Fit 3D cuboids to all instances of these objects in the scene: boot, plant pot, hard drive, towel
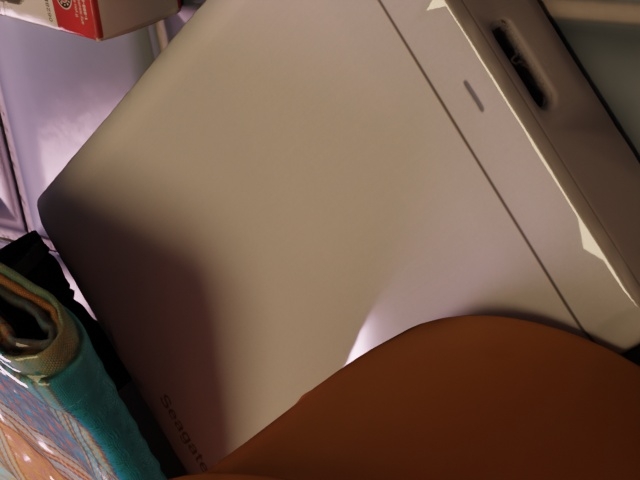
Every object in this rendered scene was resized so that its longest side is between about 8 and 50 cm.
[{"bbox_3d":[-0.143,0.048,1.047,0.099,0.045,0.121,59,180,-9],"label":"boot"},{"bbox_3d":[0.051,0.167,0.758,0.291,0.203,0.291,22,138,21],"label":"plant pot"},{"bbox_3d":[0.000,0.000,0.893,0.233,0.047,0.353,59,143,7],"label":"hard drive"},{"bbox_3d":[-0.156,0.117,1.051,0.271,0.040,0.370,30,152,38],"label":"towel"}]

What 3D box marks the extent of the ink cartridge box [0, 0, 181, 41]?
[{"bbox_3d":[-0.138,-0.161,0.955,0.135,0.056,0.099,18,124,43],"label":"ink cartridge box"}]
